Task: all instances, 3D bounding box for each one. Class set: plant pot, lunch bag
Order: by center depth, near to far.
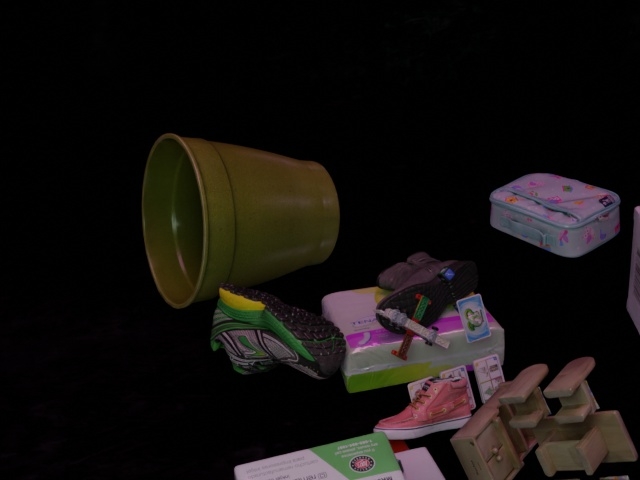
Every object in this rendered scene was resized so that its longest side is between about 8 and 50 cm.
[{"bbox_3d":[-0.163,-0.053,1.960,0.353,0.366,0.366,-5,22,-30],"label":"plant pot"},{"bbox_3d":[0.548,-0.065,2.106,0.224,0.107,0.279,-21,30,-33],"label":"lunch bag"}]

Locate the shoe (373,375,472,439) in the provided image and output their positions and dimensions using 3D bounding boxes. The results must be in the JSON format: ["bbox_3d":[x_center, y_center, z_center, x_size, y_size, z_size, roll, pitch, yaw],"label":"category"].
[{"bbox_3d":[0.162,0.267,1.440,0.178,0.081,0.063,-5,1,-25],"label":"shoe"}]

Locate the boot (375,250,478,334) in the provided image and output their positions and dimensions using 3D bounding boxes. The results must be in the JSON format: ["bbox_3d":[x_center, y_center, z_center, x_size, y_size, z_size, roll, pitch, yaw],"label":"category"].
[{"bbox_3d":[0.158,0.093,1.646,0.246,0.083,0.161,-24,21,-35],"label":"boot"}]

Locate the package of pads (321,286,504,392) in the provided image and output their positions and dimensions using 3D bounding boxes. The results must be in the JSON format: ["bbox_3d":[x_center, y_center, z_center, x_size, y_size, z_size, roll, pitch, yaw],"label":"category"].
[{"bbox_3d":[0.163,0.164,1.675,0.297,0.101,0.229,-8,25,-10],"label":"package of pads"}]

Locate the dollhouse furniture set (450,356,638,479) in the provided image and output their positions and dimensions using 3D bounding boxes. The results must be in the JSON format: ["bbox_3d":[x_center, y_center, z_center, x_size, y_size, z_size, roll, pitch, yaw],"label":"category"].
[{"bbox_3d":[0.338,0.276,1.286,0.242,0.212,0.161,-18,10,45],"label":"dollhouse furniture set"}]

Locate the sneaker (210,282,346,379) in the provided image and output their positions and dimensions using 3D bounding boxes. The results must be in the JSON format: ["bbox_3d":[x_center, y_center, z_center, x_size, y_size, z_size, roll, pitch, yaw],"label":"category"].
[{"bbox_3d":[-0.081,0.187,1.627,0.134,0.146,0.343,12,4,-38],"label":"sneaker"}]

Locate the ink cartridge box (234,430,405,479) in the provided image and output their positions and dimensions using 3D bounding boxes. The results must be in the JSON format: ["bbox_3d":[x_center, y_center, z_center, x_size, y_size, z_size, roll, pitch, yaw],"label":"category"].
[{"bbox_3d":[0.028,0.398,1.088,0.211,0.121,0.289,-11,40,-12],"label":"ink cartridge box"}]

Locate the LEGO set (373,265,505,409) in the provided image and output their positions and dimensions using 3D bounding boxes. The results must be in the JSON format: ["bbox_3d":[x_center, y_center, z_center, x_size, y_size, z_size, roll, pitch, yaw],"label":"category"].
[{"bbox_3d":[0.203,0.174,1.522,0.182,0.244,0.060,-16,0,-21],"label":"LEGO set"}]

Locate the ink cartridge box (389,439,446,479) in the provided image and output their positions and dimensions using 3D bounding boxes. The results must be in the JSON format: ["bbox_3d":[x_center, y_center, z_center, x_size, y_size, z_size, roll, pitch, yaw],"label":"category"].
[{"bbox_3d":[0.031,0.358,1.327,0.275,0.060,0.239,-10,27,-13],"label":"ink cartridge box"}]

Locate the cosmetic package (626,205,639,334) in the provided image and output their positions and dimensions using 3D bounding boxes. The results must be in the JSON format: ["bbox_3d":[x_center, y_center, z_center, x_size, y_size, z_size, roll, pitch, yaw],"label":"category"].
[{"bbox_3d":[0.819,0.058,1.655,0.453,0.230,0.161,-1,24,5],"label":"cosmetic package"}]
